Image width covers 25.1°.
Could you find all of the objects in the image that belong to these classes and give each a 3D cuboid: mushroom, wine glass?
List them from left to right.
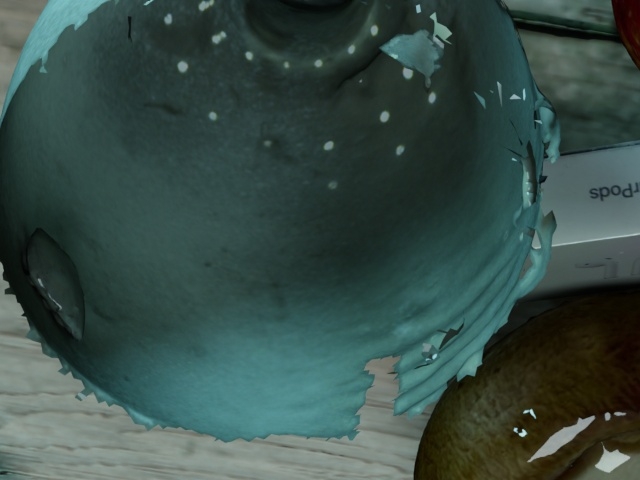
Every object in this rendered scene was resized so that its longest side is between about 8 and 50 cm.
[{"bbox_3d":[-0.010,-0.077,0.581,0.191,0.357,0.190,1,118,2],"label":"wine glass"},{"bbox_3d":[0.173,0.142,0.817,0.253,0.153,0.253,0,121,0],"label":"mushroom"}]

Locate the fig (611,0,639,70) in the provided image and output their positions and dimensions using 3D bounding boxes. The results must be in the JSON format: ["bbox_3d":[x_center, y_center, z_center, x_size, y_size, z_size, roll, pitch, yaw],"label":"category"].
[{"bbox_3d":[0.220,-0.158,0.655,0.175,0.207,0.175,1,162,0],"label":"fig"}]

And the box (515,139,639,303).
[{"bbox_3d":[0.156,-0.010,0.746,0.130,0.129,0.051,-9,76,8],"label":"box"}]
